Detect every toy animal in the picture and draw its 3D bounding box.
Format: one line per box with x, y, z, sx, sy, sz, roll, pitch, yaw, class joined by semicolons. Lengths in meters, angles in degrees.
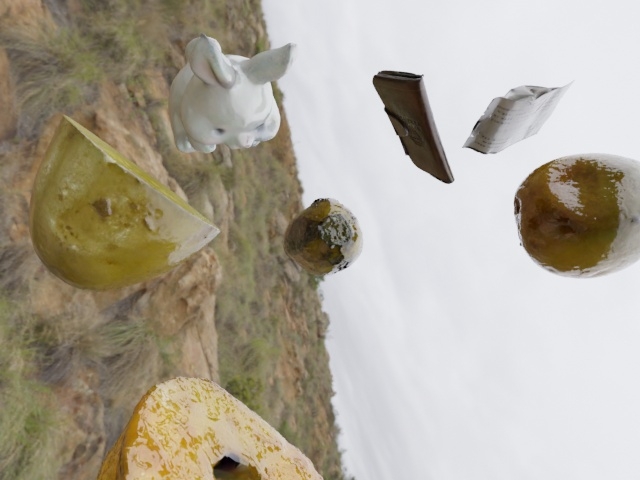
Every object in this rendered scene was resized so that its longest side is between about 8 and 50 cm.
-0.187;-0.299;0.903;0.367;0.196;0.241;16;-62;62;toy animal

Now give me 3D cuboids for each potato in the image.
-0.240;-0.016;0.528;0.178;0.158;0.203;35;-1;44;potato

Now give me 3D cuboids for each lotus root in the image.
0.000;0.000;1.247;0.196;0.179;0.397;56;-14;-3;lotus root

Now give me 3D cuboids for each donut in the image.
-0.109;0.299;0.507;0.303;0.110;0.303;44;9;-9;donut

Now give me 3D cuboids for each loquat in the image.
0.575;-0.053;1.009;0.276;0.283;0.276;45;36;-47;loquat

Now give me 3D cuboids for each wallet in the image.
0.188;-0.225;0.924;0.137;0.031;0.255;35;-15;47;wallet

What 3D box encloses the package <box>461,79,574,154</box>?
0.517;-0.315;1.208;0.204;0.250;0.062;104;-31;-63;package
